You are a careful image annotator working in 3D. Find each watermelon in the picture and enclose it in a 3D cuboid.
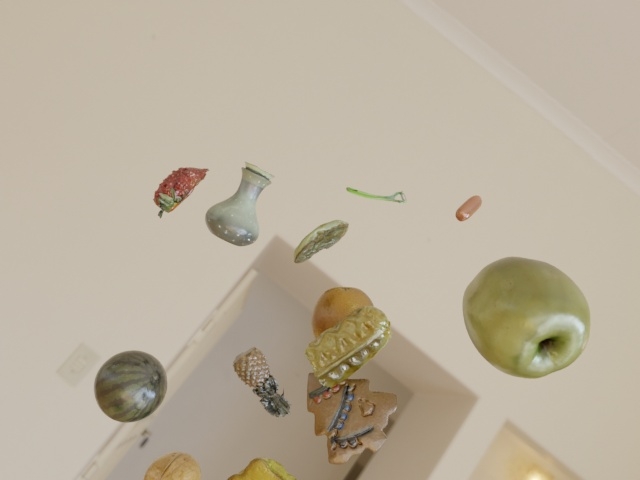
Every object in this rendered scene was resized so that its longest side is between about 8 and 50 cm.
[{"bbox_3d":[-0.552,0.424,1.889,0.212,0.212,0.212,34,-17,12],"label":"watermelon"}]

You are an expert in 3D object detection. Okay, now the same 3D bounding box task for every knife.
[{"bbox_3d":[0.150,-0.122,1.743,0.166,0.022,0.078,6,20,-5],"label":"knife"}]

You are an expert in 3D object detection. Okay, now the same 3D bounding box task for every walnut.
[{"bbox_3d":[-0.471,0.762,2.073,0.165,0.165,0.197,31,15,24],"label":"walnut"}]

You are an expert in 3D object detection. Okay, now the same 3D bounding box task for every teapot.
[{"bbox_3d":[-0.246,-0.115,2.034,0.183,0.251,0.183,26,2,-1],"label":"teapot"}]

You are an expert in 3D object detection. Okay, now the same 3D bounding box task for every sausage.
[{"bbox_3d":[0.337,-0.073,1.462,0.034,0.083,0.034,30,-40,29],"label":"sausage"}]

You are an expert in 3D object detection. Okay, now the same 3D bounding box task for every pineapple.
[{"bbox_3d":[-0.117,0.302,1.352,0.159,0.074,0.074,58,-20,-6],"label":"pineapple"}]

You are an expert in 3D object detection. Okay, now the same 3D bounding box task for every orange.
[{"bbox_3d":[0.077,0.266,2.104,0.236,0.236,0.236,34,-17,12],"label":"orange"}]

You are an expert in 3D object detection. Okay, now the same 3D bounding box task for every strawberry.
[{"bbox_3d":[-0.404,-0.152,1.827,0.085,0.192,0.140,43,-1,-8],"label":"strawberry"}]

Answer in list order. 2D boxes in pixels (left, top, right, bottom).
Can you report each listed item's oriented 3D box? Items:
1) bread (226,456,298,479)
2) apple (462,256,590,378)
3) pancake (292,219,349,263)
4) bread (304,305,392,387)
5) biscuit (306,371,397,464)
[{"bbox_3d":[-0.153,0.629,1.617,0.161,0.233,0.088,47,26,2],"label":"bread"},{"bbox_3d":[0.592,0.213,1.871,0.357,0.357,0.357,34,-17,12],"label":"apple"},{"bbox_3d":[0.000,0.000,2.404,0.037,0.253,0.253,56,-12,18],"label":"pancake"},{"bbox_3d":[0.088,0.302,1.887,0.152,0.267,0.130,50,6,-27],"label":"bread"},{"bbox_3d":[0.068,0.511,1.935,0.301,0.278,0.043,39,-8,12],"label":"biscuit"}]
